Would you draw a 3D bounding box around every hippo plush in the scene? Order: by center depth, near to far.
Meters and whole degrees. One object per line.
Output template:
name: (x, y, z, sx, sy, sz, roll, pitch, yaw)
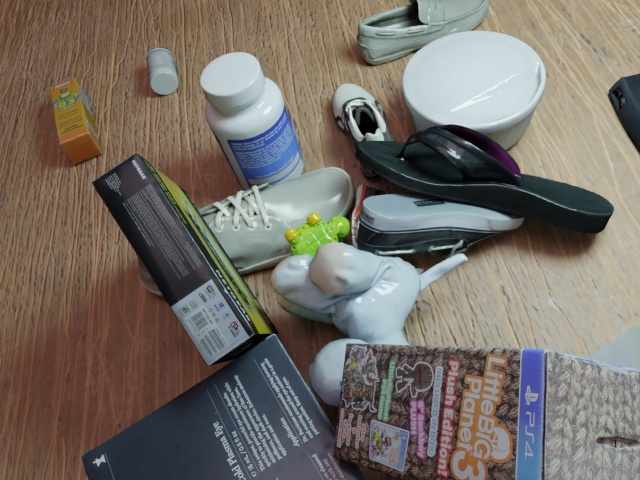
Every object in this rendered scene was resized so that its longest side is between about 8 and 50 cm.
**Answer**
hippo plush: (0.060, 0.150, 0.910, 0.294, 0.234, 0.237, 7, 70, -32)

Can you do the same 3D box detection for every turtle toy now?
turtle toy: (0.000, 0.000, 1.042, 0.130, 0.066, 0.095, -36, 83, -12)

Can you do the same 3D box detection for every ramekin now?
ramekin: (0.301, -0.281, 1.152, 0.272, 0.127, 0.273, -6, 55, 9)

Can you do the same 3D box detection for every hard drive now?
hard drive: (0.668, -0.227, 1.072, 0.172, 0.054, 0.255, -12, 55, 5)

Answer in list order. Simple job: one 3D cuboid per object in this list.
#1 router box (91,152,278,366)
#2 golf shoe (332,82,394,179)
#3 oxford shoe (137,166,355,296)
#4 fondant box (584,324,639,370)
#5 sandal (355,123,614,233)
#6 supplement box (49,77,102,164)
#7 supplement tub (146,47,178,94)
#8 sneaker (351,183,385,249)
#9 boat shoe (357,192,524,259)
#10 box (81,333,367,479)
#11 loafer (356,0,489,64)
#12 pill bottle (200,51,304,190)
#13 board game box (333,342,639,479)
router box: (-0.194, 0.039, 0.892, 0.081, 0.243, 0.309, -34, 81, -2)
golf shoe: (0.090, -0.257, 1.192, 0.105, 0.120, 0.273, -22, 53, 0)
oxford shoe: (-0.143, -0.029, 1.090, 0.449, 0.130, 0.169, -23, 53, -4)
fondant box: (0.497, 0.189, 0.688, 0.096, 0.330, 0.238, 10, 47, -33)
sandal: (0.285, -0.132, 1.008, 0.445, 0.107, 0.167, 15, 28, 7)
supplement box: (-0.599, -0.294, 1.405, 0.078, 0.080, 0.233, -24, 53, -6)
supplement tub: (-0.398, -0.426, 1.449, 0.071, 0.071, 0.107, -20, 56, 0)
sneaker: (0.093, -0.040, 1.084, 0.065, 0.061, 0.158, 6, 60, 7)
boat shoe: (0.211, -0.019, 1.008, 0.306, 0.105, 0.113, -6, 34, -22)
box: (-0.096, 0.367, 0.780, 0.312, 0.179, 0.343, -30, 55, -10)
loafer: (0.237, -0.508, 1.327, 0.319, 0.111, 0.112, -23, 55, -2)
pill bottle: (-0.133, -0.223, 1.127, 0.152, 0.272, 0.152, -6, 56, 9)
board game box: (0.197, 0.205, 0.656, 0.291, 0.232, 0.141, -12, 66, 54)
